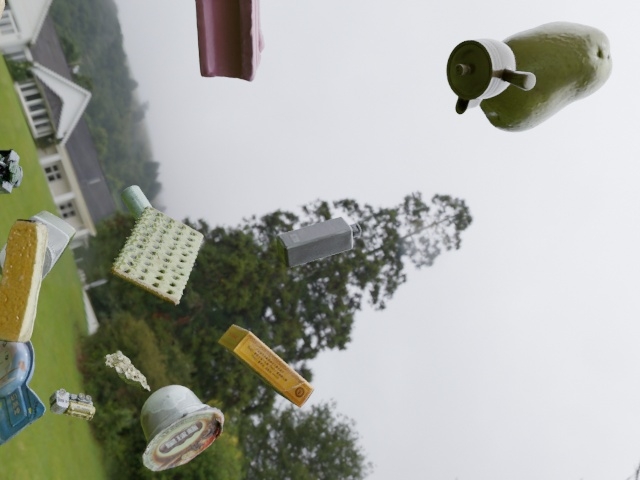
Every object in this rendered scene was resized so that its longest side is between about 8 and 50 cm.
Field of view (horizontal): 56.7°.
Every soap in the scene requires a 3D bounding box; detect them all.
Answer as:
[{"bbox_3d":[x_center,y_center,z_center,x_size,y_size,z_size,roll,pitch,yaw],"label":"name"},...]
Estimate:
[{"bbox_3d":[-0.187,-0.543,1.238,0.233,0.128,0.360,-91,-177,-58],"label":"soap"}]

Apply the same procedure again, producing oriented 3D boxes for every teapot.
[{"bbox_3d":[0.197,-0.180,0.668,0.110,0.080,0.085,32,-52,44],"label":"teapot"}]

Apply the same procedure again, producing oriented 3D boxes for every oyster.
[{"bbox_3d":[-0.403,0.277,1.231,0.122,0.045,0.146,48,-23,5],"label":"oyster"}]

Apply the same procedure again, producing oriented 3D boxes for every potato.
[{"bbox_3d":[0.336,-0.248,0.895,0.194,0.157,0.157,-6,-74,41],"label":"potato"}]

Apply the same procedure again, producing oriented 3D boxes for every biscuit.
[{"bbox_3d":[-0.459,0.062,0.914,0.056,0.052,0.188,124,-29,-75],"label":"biscuit"},{"bbox_3d":[-0.306,0.021,1.131,0.016,0.139,0.231,-52,-163,29],"label":"biscuit"}]

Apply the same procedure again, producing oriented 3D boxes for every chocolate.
[{"bbox_3d":[-0.337,0.418,1.382,0.147,0.221,0.221,49,-30,40],"label":"chocolate"}]

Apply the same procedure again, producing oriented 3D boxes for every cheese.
[{"bbox_3d":[-0.636,0.286,1.215,0.245,0.135,0.052,54,3,35],"label":"cheese"}]

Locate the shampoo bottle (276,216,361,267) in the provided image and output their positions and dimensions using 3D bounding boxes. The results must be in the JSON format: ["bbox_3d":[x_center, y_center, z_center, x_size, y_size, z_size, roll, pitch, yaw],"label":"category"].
[{"bbox_3d":[0.000,0.000,1.705,0.080,0.246,0.079,-126,-154,-49],"label":"shampoo bottle"}]

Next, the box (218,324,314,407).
[{"bbox_3d":[-0.162,0.370,1.755,0.274,0.076,0.174,45,-16,-17],"label":"box"}]

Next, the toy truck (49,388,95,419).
[{"bbox_3d":[-0.703,0.469,1.682,0.052,0.123,0.063,-43,-138,21],"label":"toy truck"}]

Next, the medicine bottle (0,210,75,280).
[{"bbox_3d":[-0.548,0.021,1.137,0.088,0.132,0.188,36,-3,-18],"label":"medicine bottle"}]

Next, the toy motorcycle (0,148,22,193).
[{"bbox_3d":[-0.856,-0.166,1.441,0.187,0.274,0.125,76,17,-72],"label":"toy motorcycle"}]

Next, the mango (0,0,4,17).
[{"bbox_3d":[-0.459,-0.322,0.635,0.317,0.176,0.119,67,28,-68],"label":"mango"}]

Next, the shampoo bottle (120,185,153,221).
[{"bbox_3d":[-0.461,-0.056,1.585,0.195,0.056,0.056,53,-27,10],"label":"shampoo bottle"}]
